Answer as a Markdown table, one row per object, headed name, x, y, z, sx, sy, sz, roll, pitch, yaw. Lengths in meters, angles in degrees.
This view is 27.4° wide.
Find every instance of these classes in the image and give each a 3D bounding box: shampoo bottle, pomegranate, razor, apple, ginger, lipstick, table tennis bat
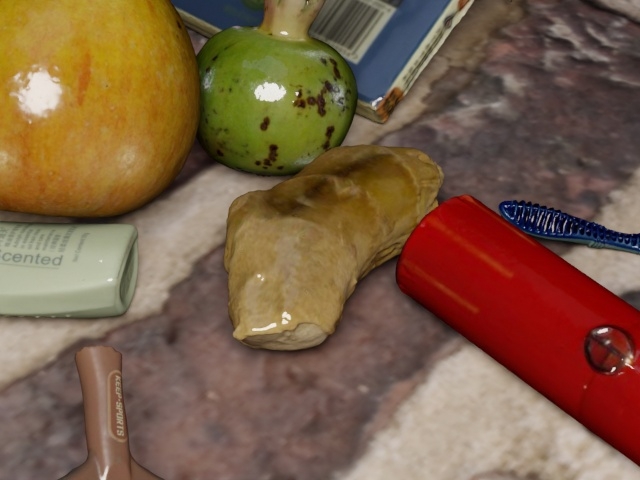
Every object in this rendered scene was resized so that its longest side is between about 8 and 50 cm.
| name | x | y | z | sx | sy | sz | roll | pitch | yaw |
| --- | --- | --- | --- | --- | --- | --- | --- | --- | --- |
| shampoo bottle | -0.214 | 0.011 | 0.762 | 0.213 | 0.049 | 0.072 | 4 | 39 | 2 |
| pomegranate | -0.029 | -0.110 | 0.850 | 0.115 | 0.142 | 0.114 | 11 | 17 | -3 |
| razor | 0.187 | -0.005 | 0.821 | 0.155 | 0.028 | 0.044 | 6 | 45 | 2 |
| apple | -0.157 | -0.093 | 0.788 | 0.183 | 0.155 | 0.182 | 7 | 3 | 0 |
| ginger | 0.002 | 0.000 | 0.773 | 0.095 | 0.068 | 0.190 | 24 | 45 | 31 |
| lipstick | 0.156 | 0.068 | 0.701 | 0.073 | 0.073 | 0.280 | -28 | 48 | -31 |
| table tennis bat | -0.120 | 0.152 | 0.634 | 0.108 | 0.119 | 0.169 | 9 | 57 | -33 |

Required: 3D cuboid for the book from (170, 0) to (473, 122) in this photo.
| name | x | y | z | sx | sy | sz | roll | pitch | yaw |
| --- | --- | --- | --- | --- | --- | --- | --- | --- | --- |
| book | 0.049 | -0.319 | 1.016 | 0.300 | 0.039 | 0.428 | 31 | 78 | 28 |
